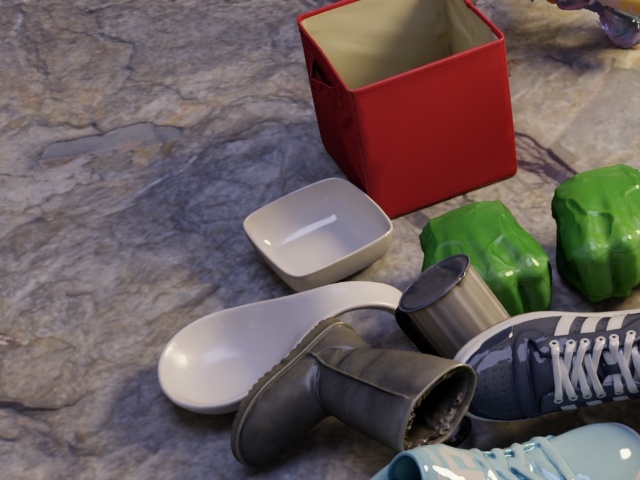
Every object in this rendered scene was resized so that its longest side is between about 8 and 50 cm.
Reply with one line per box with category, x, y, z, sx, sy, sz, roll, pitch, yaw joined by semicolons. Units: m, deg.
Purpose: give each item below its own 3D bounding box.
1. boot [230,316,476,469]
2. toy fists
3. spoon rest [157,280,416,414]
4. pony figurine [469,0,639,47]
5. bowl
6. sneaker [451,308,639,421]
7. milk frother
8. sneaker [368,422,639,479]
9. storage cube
boot;0.027;0.164;1.444;0.189;0.076;0.208;-54;39;-8
toy fists;0.242;0.014;1.620;0.279;0.096;0.142;-15;29;-1
spoon rest;-0.034;0.102;1.589;0.276;0.084;0.137;-16;39;-6
pony figurine;0.266;-0.374;1.929;0.363;0.351;0.303;24;52;11
bowl;0.000;0.000;1.726;0.142;0.053;0.142;-27;42;-16
sneaker;0.266;0.117;1.415;0.282;0.099;0.153;-8;7;-16
milk frother;0.121;0.114;1.494;0.129;0.134;0.143;-25;21;40
sneaker;0.132;0.233;1.337;0.366;0.150;0.135;-25;42;-16
storage cube;0.099;-0.167;1.792;0.215;0.193;0.183;-20;40;-9
